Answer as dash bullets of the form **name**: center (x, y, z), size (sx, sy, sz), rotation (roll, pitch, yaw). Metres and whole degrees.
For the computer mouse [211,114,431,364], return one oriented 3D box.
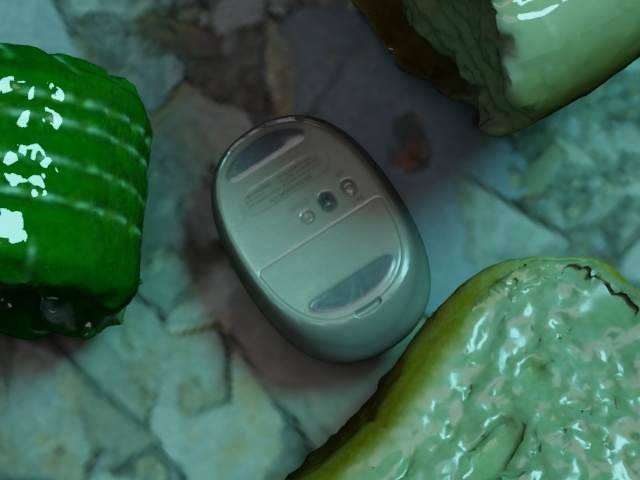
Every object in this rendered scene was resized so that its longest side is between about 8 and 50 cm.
- **computer mouse**: center (0.001, 0.001, 0.615), size (0.066, 0.039, 0.096), rotation (-32, 70, -4)

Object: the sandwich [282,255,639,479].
- **sandwich**: center (0.065, 0.149, 0.553), size (0.251, 0.087, 0.226), rotation (-42, 76, -7)

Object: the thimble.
- **thimble**: center (-0.122, -0.016, 0.588), size (0.130, 0.118, 0.090), rotation (9, 73, -22)

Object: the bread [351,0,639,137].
- **bread**: center (0.045, -0.204, 0.589), size (0.192, 0.171, 0.314), rotation (-36, 79, -7)
